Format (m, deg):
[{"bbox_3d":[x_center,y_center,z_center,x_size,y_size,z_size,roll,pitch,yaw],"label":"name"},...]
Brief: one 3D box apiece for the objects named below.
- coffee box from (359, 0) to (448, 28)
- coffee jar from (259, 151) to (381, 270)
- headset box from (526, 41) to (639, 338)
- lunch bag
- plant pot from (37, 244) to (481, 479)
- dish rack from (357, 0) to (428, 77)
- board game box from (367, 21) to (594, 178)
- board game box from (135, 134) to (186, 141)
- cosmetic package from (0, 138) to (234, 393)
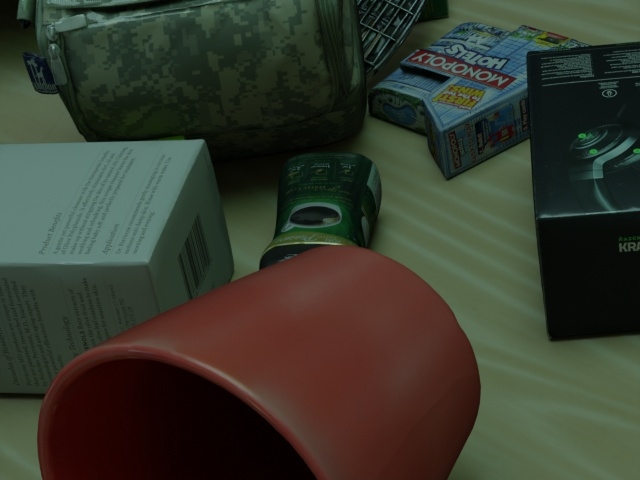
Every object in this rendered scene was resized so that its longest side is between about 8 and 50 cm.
[{"bbox_3d":[0.047,-0.275,2.084,0.184,0.040,0.113,-10,36,3],"label":"coffee box"},{"bbox_3d":[0.000,0.000,1.684,0.096,0.079,0.184,0,36,9],"label":"coffee jar"},{"bbox_3d":[0.306,-0.049,1.623,0.246,0.131,0.283,-5,36,7],"label":"headset box"},{"bbox_3d":[-0.114,-0.200,1.799,0.305,0.256,0.212,-7,74,4],"label":"lunch bag"},{"bbox_3d":[-0.024,0.141,1.368,0.275,0.275,0.243,13,32,30],"label":"plant pot"},{"bbox_3d":[-0.024,-0.266,2.004,0.271,0.074,0.208,27,69,17],"label":"dish rack"},{"bbox_3d":[0.146,-0.145,1.862,0.194,0.060,0.194,23,47,38],"label":"board game box"},{"bbox_3d":[-0.209,-0.041,1.787,0.181,0.092,0.043,-6,35,8],"label":"board game box"},{"bbox_3d":[-0.283,0.020,1.669,0.365,0.155,0.197,0,36,16],"label":"cosmetic package"}]
